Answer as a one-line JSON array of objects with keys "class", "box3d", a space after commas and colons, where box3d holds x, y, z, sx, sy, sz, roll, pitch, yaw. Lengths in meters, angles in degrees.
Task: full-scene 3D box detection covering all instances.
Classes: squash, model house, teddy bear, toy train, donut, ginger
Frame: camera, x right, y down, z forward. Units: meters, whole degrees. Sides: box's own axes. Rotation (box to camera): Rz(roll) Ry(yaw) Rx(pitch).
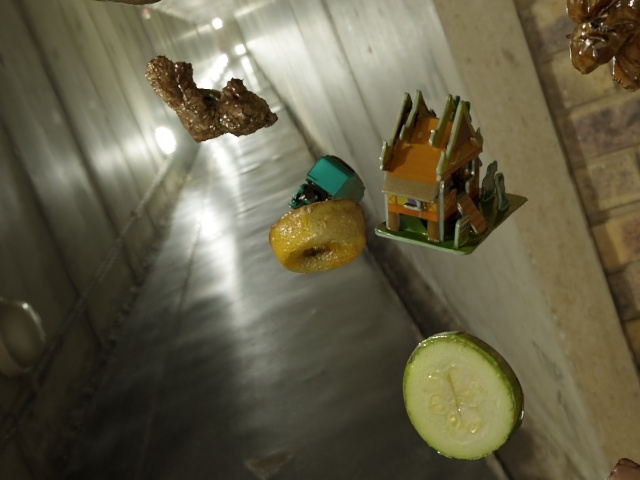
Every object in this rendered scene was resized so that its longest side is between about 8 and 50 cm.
[{"class": "squash", "box3d": [0.234, 0.264, 1.498, 0.219, 0.219, 0.041, -11, 3, 36]}, {"class": "model house", "box3d": [0.296, -0.182, 1.904, 0.243, 0.312, 0.358, 17, 32, 32]}, {"class": "teddy bear", "box3d": [-0.282, -0.377, 2.264, 0.223, 0.296, 0.246, -31, -6, 25]}, {"class": "toy train", "box3d": [0.019, -0.103, 1.977, 0.154, 0.107, 0.198, -52, -19, -1]}, {"class": "donut", "box3d": [0.000, 0.000, 1.414, 0.162, 0.065, 0.178, -23, -22, 8]}, {"class": "ginger", "box3d": [0.546, -0.402, 1.484, 0.274, 0.357, 0.152, -39, 56, -6]}]

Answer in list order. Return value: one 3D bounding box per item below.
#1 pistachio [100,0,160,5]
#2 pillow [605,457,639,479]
[{"class": "pistachio", "box3d": [-0.274, -0.369, 1.094, 0.152, 0.223, 0.126, -36, 52, 24]}, {"class": "pillow", "box3d": [0.527, 0.515, 1.567, 0.248, 0.135, 0.049, -62, 3, 1]}]
